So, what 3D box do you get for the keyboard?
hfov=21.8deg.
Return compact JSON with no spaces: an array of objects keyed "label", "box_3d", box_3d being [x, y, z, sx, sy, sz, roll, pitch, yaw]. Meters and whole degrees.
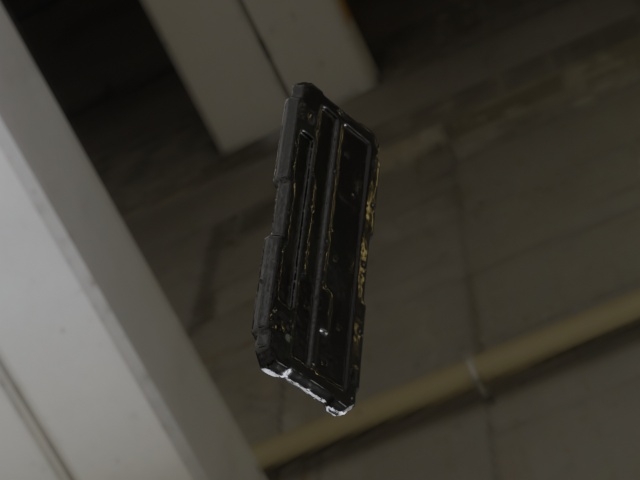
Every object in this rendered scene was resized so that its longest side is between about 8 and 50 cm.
[{"label":"keyboard","box_3d":[0.000,0.000,1.229,0.016,0.106,0.262,-25,-136,35]}]
